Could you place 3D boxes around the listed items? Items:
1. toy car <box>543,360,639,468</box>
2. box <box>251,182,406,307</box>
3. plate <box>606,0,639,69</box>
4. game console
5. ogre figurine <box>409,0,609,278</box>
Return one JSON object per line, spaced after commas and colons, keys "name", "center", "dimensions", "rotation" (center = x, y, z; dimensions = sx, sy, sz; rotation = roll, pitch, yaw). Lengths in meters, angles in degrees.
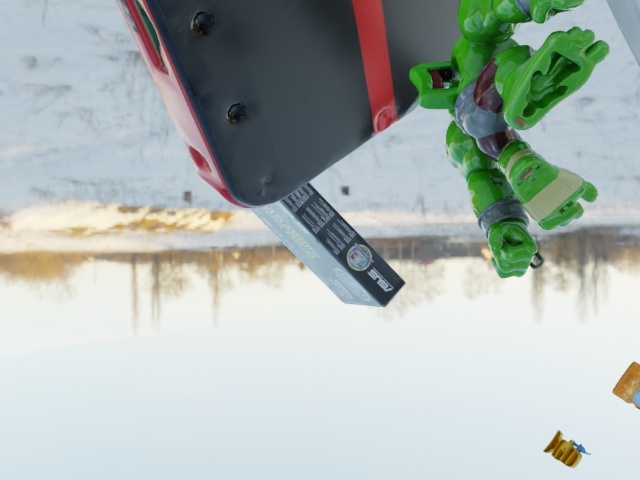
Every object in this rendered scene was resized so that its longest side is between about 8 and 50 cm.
{"name": "toy car", "center": [0.250, 0.155, 0.676], "dimensions": [0.060, 0.122, 0.040], "rotation": [49, 175, -38]}
{"name": "box", "center": [0.000, 0.000, 1.378], "dimensions": [0.060, 0.270, 0.216], "rotation": [-47, -170, -13]}
{"name": "plate", "center": [0.452, -0.269, 1.055], "dimensions": [0.045, 0.278, 0.277], "rotation": [-32, 148, 35]}
{"name": "game console", "center": [0.010, -0.220, 0.656], "dimensions": [0.342, 0.060, 0.386], "rotation": [-36, 147, -13]}
{"name": "ogre figurine", "center": [0.114, -0.088, 0.498], "dimensions": [0.097, 0.197, 0.118], "rotation": [-24, -141, 0]}
